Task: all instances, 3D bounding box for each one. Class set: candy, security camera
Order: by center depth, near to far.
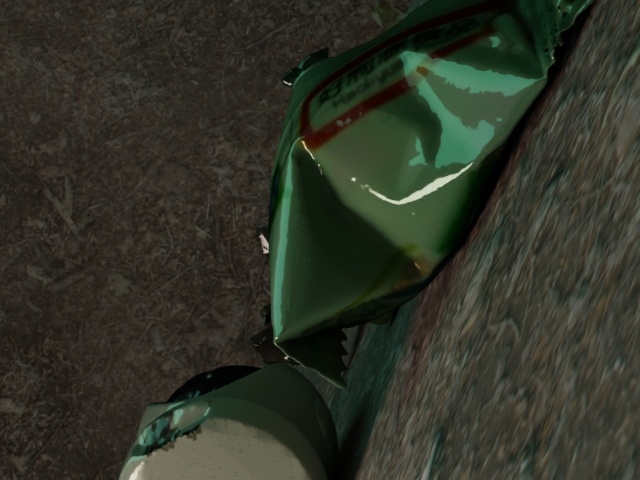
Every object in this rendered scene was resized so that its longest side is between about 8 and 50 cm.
[{"bbox_3d":[0.090,-0.092,1.443,0.398,0.172,0.263,-45,23,22],"label":"candy"},{"bbox_3d":[-0.075,0.208,1.630,0.236,0.194,0.195,-62,-5,-74],"label":"security camera"}]

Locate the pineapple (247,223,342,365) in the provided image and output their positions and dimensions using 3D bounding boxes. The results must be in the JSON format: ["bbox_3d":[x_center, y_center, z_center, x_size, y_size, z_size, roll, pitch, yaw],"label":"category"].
[{"bbox_3d":[0.000,0.000,2.019,0.141,0.170,0.310,-11,50,42],"label":"pineapple"}]

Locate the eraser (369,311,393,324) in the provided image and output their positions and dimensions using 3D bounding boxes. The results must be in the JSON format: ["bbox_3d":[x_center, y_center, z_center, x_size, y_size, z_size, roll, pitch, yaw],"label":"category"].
[{"bbox_3d":[0.064,0.002,1.778,0.172,0.058,0.117,-78,12,-72],"label":"eraser"}]
